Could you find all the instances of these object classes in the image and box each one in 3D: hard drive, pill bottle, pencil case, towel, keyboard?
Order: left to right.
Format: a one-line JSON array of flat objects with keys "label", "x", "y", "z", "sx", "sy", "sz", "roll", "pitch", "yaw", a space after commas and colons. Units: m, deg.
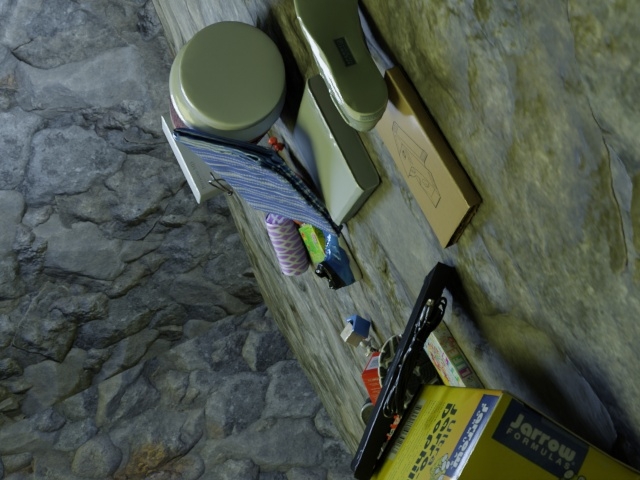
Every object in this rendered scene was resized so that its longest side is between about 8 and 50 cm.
[{"label": "pill bottle", "x": -0.187, "y": -0.291, "z": 1.637, "sx": 0.224, "sy": 0.224, "sz": 0.392, "roll": 65, "pitch": 171, "yaw": -4}, {"label": "towel", "x": -0.117, "y": -0.107, "z": 1.602, "sx": 0.243, "sy": 0.040, "sz": 0.336, "roll": 18, "pitch": 165, "yaw": 32}, {"label": "pencil case", "x": -0.090, "y": 0.004, "z": 2.275, "sx": 0.088, "sy": 0.086, "sz": 0.206, "roll": -84, "pitch": -17, "yaw": -50}, {"label": "hard drive", "x": 0.019, "y": -0.148, "z": 1.450, "sx": 0.203, "sy": 0.040, "sz": 0.307, "roll": 64, "pitch": 171, "yaw": 6}, {"label": "keyboard", "x": 0.115, "y": 0.177, "z": 1.128, "sx": 0.033, "sy": 0.317, "sz": 0.201, "roll": 22, "pitch": 169, "yaw": 4}]

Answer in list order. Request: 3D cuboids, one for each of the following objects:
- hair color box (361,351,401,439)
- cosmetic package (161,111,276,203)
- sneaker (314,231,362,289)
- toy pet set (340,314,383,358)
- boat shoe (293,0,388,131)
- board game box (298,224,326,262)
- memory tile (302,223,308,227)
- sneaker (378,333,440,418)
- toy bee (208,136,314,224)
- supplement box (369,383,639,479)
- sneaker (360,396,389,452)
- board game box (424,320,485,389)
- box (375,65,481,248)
[{"label": "hair color box", "x": 0.150, "y": 0.333, "z": 1.783, "sx": 0.167, "sy": 0.053, "sz": 0.093, "roll": 67, "pitch": -153, "yaw": -15}, {"label": "cosmetic package", "x": -0.254, "y": -0.245, "z": 2.089, "sx": 0.224, "sy": 0.225, "sz": 0.138, "roll": 64, "pitch": 170, "yaw": 1}, {"label": "sneaker", "x": 0.018, "y": 0.034, "z": 1.762, "sx": 0.152, "sy": 0.085, "sz": 0.058, "roll": 63, "pitch": 170, "yaw": 14}, {"label": "toy pet set", "x": 0.106, "y": 0.218, "z": 1.902, "sx": 0.114, "sy": 0.065, "sz": 0.122, "roll": 31, "pitch": -172, "yaw": -23}, {"label": "boat shoe", "x": 0.021, "y": -0.239, "z": 1.044, "sx": 0.081, "sy": 0.079, "sz": 0.227, "roll": 101, "pitch": 151, "yaw": -71}, {"label": "board game box", "x": 0.000, "y": 0.000, "z": 1.895, "sx": 0.092, "sy": 0.043, "sz": 0.181, "roll": 65, "pitch": 170, "yaw": -1}, {"label": "memory tile", "x": -0.044, "y": -0.065, "z": 2.054, "sx": 0.148, "sy": 0.012, "sz": 0.113, "roll": 50, "pitch": 163, "yaw": 54}, {"label": "sneaker", "x": 0.178, "y": 0.303, "z": 1.551, "sx": 0.118, "sy": 0.107, "sz": 0.279, "roll": -147, "pitch": 33, "yaw": -81}, {"label": "toy bee", "x": -0.117, "y": -0.156, "z": 1.869, "sx": 0.298, "sy": 0.162, "sz": 0.195, "roll": 27, "pitch": 173, "yaw": 19}, {"label": "supplement box", "x": 0.196, "y": 0.302, "z": 0.980, "sx": 0.194, "sy": 0.195, "sz": 0.356, "roll": 31, "pitch": 169, "yaw": -1}, {"label": "sneaker", "x": 0.186, "y": 0.496, "z": 2.107, "sx": 0.222, "sy": 0.083, "sz": 0.118, "roll": 58, "pitch": -171, "yaw": 1}, {"label": "board game box", "x": 0.218, "y": 0.213, "z": 1.331, "sx": 0.154, "sy": 0.026, "sz": 0.103, "roll": 60, "pitch": 169, "yaw": 25}, {"label": "box", "x": 0.130, "y": -0.100, "z": 1.046, "sx": 0.201, "sy": 0.021, "sz": 0.164, "roll": 61, "pitch": 170, "yaw": 15}]
